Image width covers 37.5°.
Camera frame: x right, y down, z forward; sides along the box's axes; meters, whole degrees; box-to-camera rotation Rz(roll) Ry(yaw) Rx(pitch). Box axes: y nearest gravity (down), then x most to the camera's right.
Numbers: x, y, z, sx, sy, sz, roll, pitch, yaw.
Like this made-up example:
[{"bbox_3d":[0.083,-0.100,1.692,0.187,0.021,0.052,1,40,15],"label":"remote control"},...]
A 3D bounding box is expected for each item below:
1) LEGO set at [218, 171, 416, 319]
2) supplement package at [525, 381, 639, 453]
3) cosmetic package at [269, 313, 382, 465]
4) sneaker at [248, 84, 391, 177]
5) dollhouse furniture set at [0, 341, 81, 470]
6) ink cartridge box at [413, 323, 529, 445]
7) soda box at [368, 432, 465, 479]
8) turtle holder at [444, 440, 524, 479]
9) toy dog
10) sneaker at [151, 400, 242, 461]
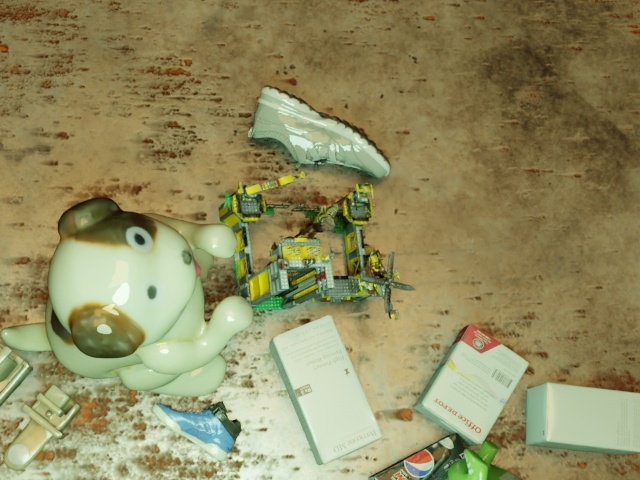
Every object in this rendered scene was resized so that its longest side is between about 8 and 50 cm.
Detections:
[{"bbox_3d":[0.000,0.000,1.589,0.331,0.192,0.255,10,69,-27],"label":"LEGO set"},{"bbox_3d":[0.466,0.317,1.670,0.179,0.105,0.105,8,74,-7],"label":"supplement package"},{"bbox_3d":[0.007,0.258,1.628,0.117,0.085,0.231,-22,78,-13],"label":"cosmetic package"},{"bbox_3d":[-0.002,-0.181,1.758,0.281,0.105,0.115,28,102,-2],"label":"sneaker"},{"bbox_3d":[-0.541,0.217,1.415,0.303,0.355,0.174,38,73,2],"label":"dollhouse furniture set"},{"bbox_3d":[0.266,0.257,1.672,0.127,0.072,0.175,35,73,2],"label":"ink cartridge box"},{"bbox_3d":[0.170,0.394,1.627,0.169,0.060,0.053,-25,79,-14],"label":"soda box"},{"bbox_3d":[0.282,0.486,1.493,0.243,0.320,0.227,29,98,-8],"label":"turtle holder"},{"bbox_3d":[-0.303,0.074,1.462,0.395,0.408,0.284,3,74,-9],"label":"toy dog"},{"bbox_3d":[-0.204,0.299,1.596,0.152,0.058,0.084,34,78,-3],"label":"sneaker"}]
